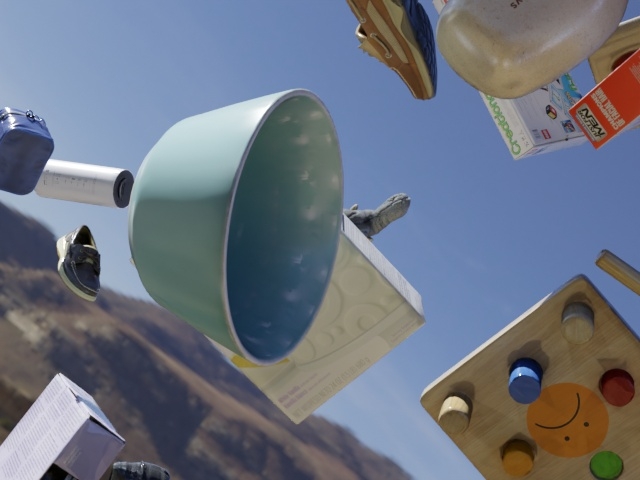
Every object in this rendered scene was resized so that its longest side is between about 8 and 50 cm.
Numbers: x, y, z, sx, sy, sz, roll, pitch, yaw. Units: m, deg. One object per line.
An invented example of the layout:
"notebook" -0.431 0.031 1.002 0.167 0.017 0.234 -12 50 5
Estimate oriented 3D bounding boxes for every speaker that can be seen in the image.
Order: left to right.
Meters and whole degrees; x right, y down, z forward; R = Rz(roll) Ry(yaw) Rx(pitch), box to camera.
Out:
"speaker" -0.323 -0.078 1.623 0.136 0.055 0.055 8 -24 24

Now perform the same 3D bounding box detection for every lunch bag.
"lunch bag" -0.366 -0.112 1.428 0.067 0.098 0.065 19 21 -37

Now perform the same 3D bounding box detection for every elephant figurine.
"elephant figurine" 0.000 0.000 1.924 0.169 0.186 0.239 35 -42 -20

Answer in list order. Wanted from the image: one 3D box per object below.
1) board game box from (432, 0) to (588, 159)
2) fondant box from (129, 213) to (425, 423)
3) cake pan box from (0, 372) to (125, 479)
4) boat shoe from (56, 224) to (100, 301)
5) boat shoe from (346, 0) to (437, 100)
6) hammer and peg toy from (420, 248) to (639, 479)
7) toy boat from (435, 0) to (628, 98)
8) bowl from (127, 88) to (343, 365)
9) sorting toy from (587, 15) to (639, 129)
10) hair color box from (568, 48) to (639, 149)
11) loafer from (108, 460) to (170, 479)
"board game box" 0.327 -0.287 1.972 0.053 0.193 0.305 -38 -107 45
"fondant box" -0.055 0.053 1.597 0.330 0.238 0.096 46 15 -14
"cake pan box" -0.367 0.306 1.512 0.070 0.246 0.267 38 -9 -20
"boat shoe" -0.327 0.026 1.630 0.056 0.049 0.152 31 16 -36
"boat shoe" 0.125 -0.385 2.149 0.120 0.123 0.324 -9 -44 21
"hammer and peg toy" 0.324 0.168 1.383 0.266 0.361 0.127 48 19 -2
"toy boat" 0.239 -0.332 1.529 0.318 0.267 0.148 51 -5 24
"bowl" -0.105 -0.025 1.357 0.163 0.312 0.311 9 -23 23
"sorting toy" 0.556 -0.266 1.734 0.229 0.307 0.041 51 25 -52
"hair color box" 0.324 -0.160 1.135 0.053 0.093 0.167 56 -35 9
"loafer" -0.245 0.327 1.330 0.078 0.223 0.076 24 27 -19
